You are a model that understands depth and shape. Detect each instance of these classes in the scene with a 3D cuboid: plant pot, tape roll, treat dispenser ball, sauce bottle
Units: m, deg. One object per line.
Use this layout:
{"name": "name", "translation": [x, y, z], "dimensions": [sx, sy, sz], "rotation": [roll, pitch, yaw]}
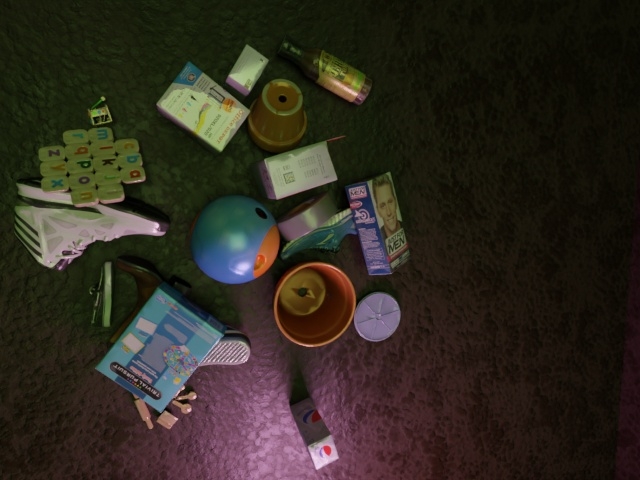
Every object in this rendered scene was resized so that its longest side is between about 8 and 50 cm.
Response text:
{"name": "plant pot", "translation": [-0.136, -0.422, 1.405], "dimensions": [0.204, 0.188, 0.205], "rotation": [3, 76, -11]}
{"name": "plant pot", "translation": [-0.043, 0.206, 1.532], "dimensions": [0.290, 0.203, 0.291], "rotation": [-2, 96, -17]}
{"name": "tape roll", "translation": [-0.051, -0.086, 1.485], "dimensions": [0.219, 0.219, 0.072], "rotation": [-33, 105, -11]}
{"name": "treat dispenser ball", "translation": [-0.277, -0.004, 1.390], "dimensions": [0.287, 0.288, 0.289], "rotation": [-2, 97, -17]}
{"name": "sauce bottle", "translation": [0.015, -0.599, 1.502], "dimensions": [0.344, 0.111, 0.112], "rotation": [21, 90, -19]}

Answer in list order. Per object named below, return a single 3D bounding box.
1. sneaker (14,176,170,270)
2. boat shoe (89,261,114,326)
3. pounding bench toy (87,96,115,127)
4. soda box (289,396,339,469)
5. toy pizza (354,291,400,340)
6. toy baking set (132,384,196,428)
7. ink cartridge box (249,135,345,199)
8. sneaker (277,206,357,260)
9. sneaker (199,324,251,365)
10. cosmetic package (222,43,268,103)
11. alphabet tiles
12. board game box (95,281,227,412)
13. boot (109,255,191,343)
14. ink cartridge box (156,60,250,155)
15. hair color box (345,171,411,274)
{"name": "sneaker", "translation": [-0.715, -0.022, 1.343], "dimensions": [0.446, 0.169, 0.258], "rotation": [14, 101, -10]}
{"name": "boat shoe", "translation": [-0.713, 0.176, 1.389], "dimensions": [0.070, 0.077, 0.220], "rotation": [5, 97, -18]}
{"name": "pounding bench toy", "translation": [-0.695, -0.404, 1.339], "dimensions": [0.065, 0.052, 0.084], "rotation": [-17, 101, -14]}
{"name": "soda box", "translation": [-0.029, 0.687, 1.549], "dimensions": [0.091, 0.286, 0.098], "rotation": [-21, 101, -13]}
{"name": "toy pizza", "translation": [0.226, 0.304, 1.715], "dimensions": [0.201, 0.032, 0.202], "rotation": [-2, 96, -16]}
{"name": "toy baking set", "translation": [-0.557, 0.538, 1.508], "dimensions": [0.196, 0.030, 0.256], "rotation": [-26, 104, -16]}
{"name": "ink cartridge box", "translation": [-0.069, -0.237, 1.415], "dimensions": [0.271, 0.309, 0.130], "rotation": [-20, 102, -13]}
{"name": "sneaker", "translation": [0.000, 0.000, 1.560], "dimensions": [0.329, 0.129, 0.147], "rotation": [-26, 101, -13]}
{"name": "sneaker", "translation": [-0.402, 0.363, 1.487], "dimensions": [0.320, 0.127, 0.126], "rotation": [7, 100, -5]}
{"name": "cosmetic package", "translation": [-0.246, -0.525, 1.367], "dimensions": [0.085, 0.231, 0.118], "rotation": [31, 86, -18]}
{"name": "alphabet tiles", "translation": [-0.687, -0.227, 1.292], "dimensions": [0.277, 0.021, 0.284], "rotation": [-12, 64, -21]}
{"name": "board game box", "translation": [-0.508, 0.342, 1.376], "dimensions": [0.253, 0.079, 0.336], "rotation": [39, 96, -8]}
{"name": "boot", "translation": [-0.614, 0.214, 1.423], "dimensions": [0.264, 0.096, 0.281], "rotation": [34, 91, -34]}
{"name": "ink cartridge box", "translation": [-0.374, -0.412, 1.375], "dimensions": [0.232, 0.168, 0.171], "rotation": [36, 85, -18]}
{"name": "hair color box", "translation": [0.220, -0.064, 1.594], "dimensions": [0.173, 0.105, 0.348], "rotation": [-30, 107, -48]}
